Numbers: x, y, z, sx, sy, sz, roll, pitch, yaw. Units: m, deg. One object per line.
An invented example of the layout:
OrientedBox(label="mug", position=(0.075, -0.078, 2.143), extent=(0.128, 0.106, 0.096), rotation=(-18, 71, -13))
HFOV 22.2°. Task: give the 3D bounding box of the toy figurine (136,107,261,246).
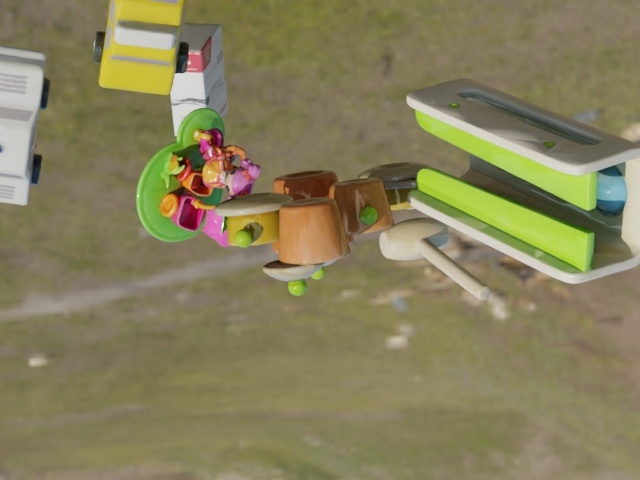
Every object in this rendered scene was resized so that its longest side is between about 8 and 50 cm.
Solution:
OrientedBox(label="toy figurine", position=(-0.116, -0.061, 1.953), extent=(0.130, 0.173, 0.159), rotation=(20, -178, -44))

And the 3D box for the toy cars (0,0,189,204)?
OrientedBox(label="toy cars", position=(-0.264, -0.169, 1.724), extent=(0.393, 0.087, 0.176), rotation=(-36, 118, 15))

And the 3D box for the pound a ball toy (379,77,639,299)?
OrientedBox(label="pound a ball toy", position=(0.202, -0.041, 1.693), extent=(0.135, 0.208, 0.319), rotation=(-16, -153, -30))

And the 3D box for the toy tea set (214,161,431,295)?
OrientedBox(label="toy tea set", position=(0.000, 0.000, 1.786), extent=(0.200, 0.124, 0.336), rotation=(-3, -170, 24))

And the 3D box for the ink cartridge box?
OrientedBox(label="ink cartridge box", position=(-0.173, -0.224, 2.289), extent=(0.056, 0.135, 0.099), rotation=(4, -149, 12))
